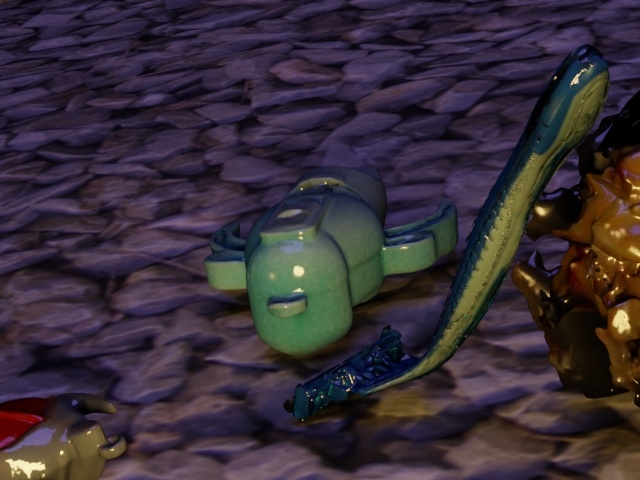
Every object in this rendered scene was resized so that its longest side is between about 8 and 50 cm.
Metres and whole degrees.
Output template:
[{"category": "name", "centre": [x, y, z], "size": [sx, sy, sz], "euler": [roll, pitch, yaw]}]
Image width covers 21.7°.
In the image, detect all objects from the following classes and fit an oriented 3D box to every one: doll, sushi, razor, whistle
[{"category": "doll", "centre": [-0.198, 0.129, 0.993], "size": [0.194, 0.062, 0.104], "euler": [-9, 2, 27]}, {"category": "sushi", "centre": [0.227, 0.022, 0.910], "size": [0.200, 0.213, 0.204], "euler": [-39, 12, -7]}, {"category": "razor", "centre": [0.083, 0.012, 0.935], "size": [0.093, 0.324, 0.056], "euler": [-28, 71, -40]}, {"category": "whistle", "centre": [0.000, 0.000, 1.195], "size": [0.186, 0.093, 0.274], "euler": [-5, 18, 13]}]
